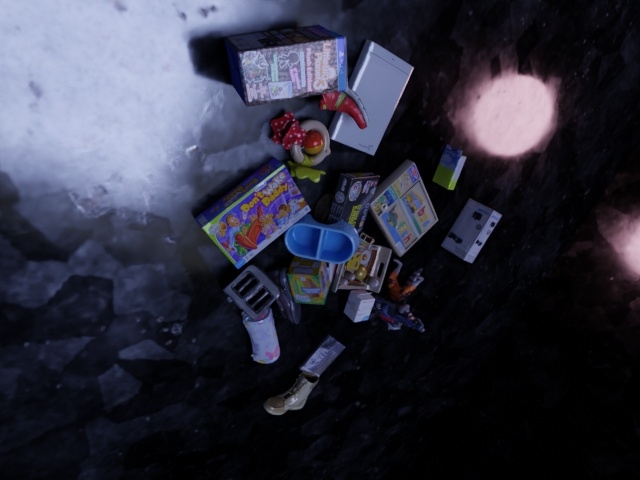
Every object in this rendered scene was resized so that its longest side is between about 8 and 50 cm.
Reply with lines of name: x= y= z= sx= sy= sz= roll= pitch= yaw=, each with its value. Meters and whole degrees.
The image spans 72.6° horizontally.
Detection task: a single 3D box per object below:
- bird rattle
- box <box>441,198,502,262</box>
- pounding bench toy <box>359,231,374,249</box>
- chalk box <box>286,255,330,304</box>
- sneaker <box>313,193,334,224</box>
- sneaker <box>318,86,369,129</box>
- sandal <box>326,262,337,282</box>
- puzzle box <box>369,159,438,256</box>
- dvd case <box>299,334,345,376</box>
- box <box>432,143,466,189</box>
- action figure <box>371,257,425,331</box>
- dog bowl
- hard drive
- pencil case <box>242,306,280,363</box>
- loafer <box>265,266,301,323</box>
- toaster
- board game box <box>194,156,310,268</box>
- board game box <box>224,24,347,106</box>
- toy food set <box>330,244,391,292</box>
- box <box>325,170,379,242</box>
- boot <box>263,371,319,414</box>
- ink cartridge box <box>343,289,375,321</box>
bird rattle: x=-0.059 y=-0.336 z=1.516 sx=0.207 sy=0.143 sz=0.253 roll=-38 pitch=121 yaw=-27
box: x=0.776 y=-0.049 z=2.250 sx=0.087 sy=0.169 sz=0.290 roll=17 pitch=107 yaw=-42
pounding bench toy: x=0.197 y=0.000 z=1.869 sx=0.052 sy=0.065 sz=0.083 roll=-61 pitch=174 yaw=11
chalk box: x=-0.041 y=0.175 z=1.780 sx=0.132 sy=0.132 sz=0.213 roll=0 pitch=128 yaw=17
sneaker: x=0.014 y=-0.100 z=1.741 sx=0.071 sy=0.066 sz=0.188 roll=-3 pitch=123 yaw=-59
sneaker: x=0.052 y=-0.473 z=1.468 sx=0.118 sy=0.107 sz=0.279 roll=-43 pitch=108 yaw=7
sandal: x=0.028 y=0.088 z=1.844 sx=0.102 sy=0.076 sz=0.265 roll=-64 pitch=163 yaw=-44
puzzle box: x=0.379 y=-0.135 z=1.983 sx=0.272 sy=0.052 sz=0.409 roll=-44 pitch=134 yaw=-6
dvd case: x=0.012 y=0.590 z=2.199 sx=0.221 sy=0.018 sz=0.164 roll=-47 pitch=134 yaw=-1
box: x=0.584 y=-0.332 z=1.968 sx=0.042 sy=0.109 sz=0.178 roll=1 pitch=116 yaw=-33
action figure: x=0.411 y=0.298 z=2.097 sx=0.178 sy=0.341 sz=0.330 roll=-1 pitch=115 yaw=-43
dog bowl: x=0.000 y=0.000 z=1.656 sx=0.297 sy=0.074 sz=0.166 roll=12 pitch=112 yaw=1
hard drive: x=0.183 y=-0.510 z=1.602 sx=0.233 sy=0.047 sz=0.353 roll=10 pitch=111 yaw=-40
pencil case: x=-0.245 y=0.391 z=1.817 sx=0.124 sy=0.113 sz=0.273 roll=-11 pitch=126 yaw=-8
loafer: x=-0.152 y=0.229 z=1.811 sx=0.095 sy=0.109 sz=0.302 roll=-1 pitch=129 yaw=14
toaster: x=-0.249 y=0.189 z=1.641 sx=0.186 sy=0.110 sz=0.168 roll=-43 pitch=93 yaw=-6
board game box: x=-0.230 y=-0.093 z=1.541 sx=0.347 sy=0.078 sz=0.233 roll=-40 pitch=134 yaw=-9
board game box: x=-0.100 y=-0.501 z=1.229 sx=0.291 sy=0.232 sz=0.141 roll=-14 pitch=126 yaw=-13
toy food set: x=0.188 y=0.128 z=1.939 sx=0.306 sy=0.092 sz=0.219 roll=7 pitch=101 yaw=-46
box: x=0.124 y=-0.138 z=1.741 sx=0.216 sy=0.060 sz=0.270 roll=-15 pitch=128 yaw=-53
boot: x=-0.137 y=0.739 z=2.119 sx=0.262 sy=0.095 sz=0.203 roll=13 pitch=116 yaw=-45
ink cartridge box: x=0.190 y=0.305 z=2.098 sx=0.092 sy=0.090 sz=0.143 roll=0 pitch=116 yaw=-37
